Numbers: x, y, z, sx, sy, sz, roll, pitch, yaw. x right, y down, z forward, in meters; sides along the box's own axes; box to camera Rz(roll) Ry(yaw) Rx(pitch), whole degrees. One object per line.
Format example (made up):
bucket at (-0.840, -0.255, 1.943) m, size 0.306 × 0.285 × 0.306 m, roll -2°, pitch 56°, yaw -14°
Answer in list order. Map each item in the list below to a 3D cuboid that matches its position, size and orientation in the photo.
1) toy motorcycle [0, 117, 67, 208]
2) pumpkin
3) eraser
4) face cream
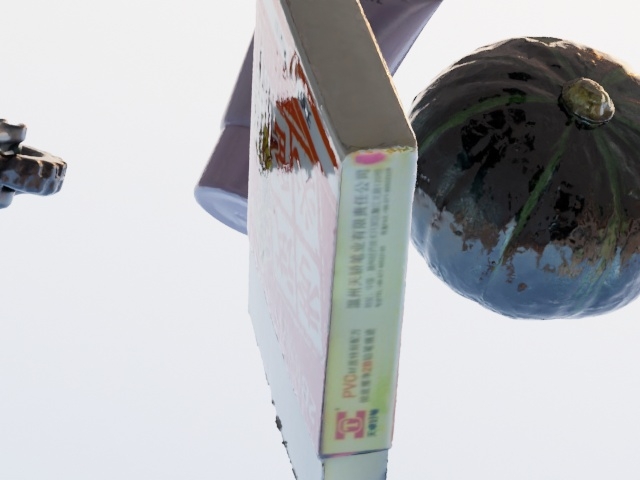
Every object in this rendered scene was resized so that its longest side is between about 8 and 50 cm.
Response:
toy motorcycle at (-0.305, -0.067, 1.209) m, size 0.270 × 0.106 × 0.159 m, roll 15°, pitch -166°, yaw 0°
pumpkin at (0.220, -0.070, 1.797) m, size 0.315 × 0.238 × 0.315 m, roll 15°, pitch -134°, yaw -16°
eraser at (0.000, 0.000, 0.829) m, size 0.038 × 0.230 × 0.157 m, roll -8°, pitch -137°, yaw -12°
face cream at (-0.008, -0.134, 1.546) m, size 0.154 × 0.096 × 0.273 m, roll 19°, pitch -110°, yaw 18°
